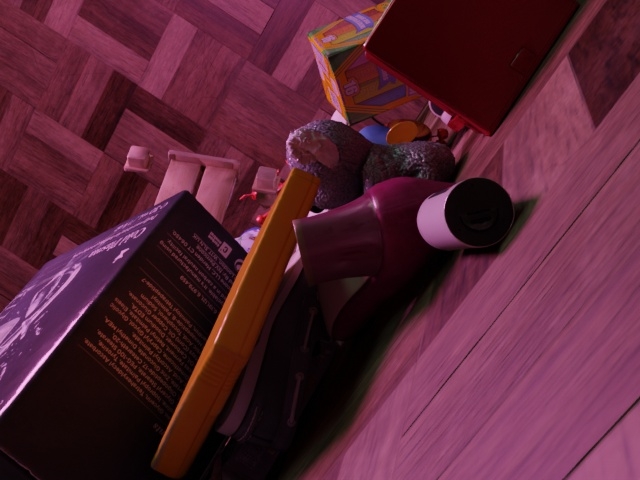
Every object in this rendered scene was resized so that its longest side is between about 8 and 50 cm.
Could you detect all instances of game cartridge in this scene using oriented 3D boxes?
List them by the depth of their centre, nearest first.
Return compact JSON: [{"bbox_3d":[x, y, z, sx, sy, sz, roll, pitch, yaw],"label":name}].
[{"bbox_3d":[-0.099,0.101,1.055,0.324,0.052,0.285,-57,9,49],"label":"game cartridge"}]

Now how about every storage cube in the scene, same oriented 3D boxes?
[{"bbox_3d":[0.182,-0.266,1.135,0.215,0.193,0.184,-56,2,10],"label":"storage cube"}]

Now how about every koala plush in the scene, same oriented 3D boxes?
[{"bbox_3d":[0.049,-0.090,1.217,0.203,0.221,0.196,-57,1,12],"label":"koala plush"}]

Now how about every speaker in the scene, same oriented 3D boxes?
[{"bbox_3d":[0.117,-0.019,0.728,0.055,0.055,0.136,-57,1,-2],"label":"speaker"}]

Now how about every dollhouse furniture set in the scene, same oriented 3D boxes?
[{"bbox_3d":[-0.212,0.012,1.596,0.174,0.355,0.303,97,-176,-47],"label":"dollhouse furniture set"}]

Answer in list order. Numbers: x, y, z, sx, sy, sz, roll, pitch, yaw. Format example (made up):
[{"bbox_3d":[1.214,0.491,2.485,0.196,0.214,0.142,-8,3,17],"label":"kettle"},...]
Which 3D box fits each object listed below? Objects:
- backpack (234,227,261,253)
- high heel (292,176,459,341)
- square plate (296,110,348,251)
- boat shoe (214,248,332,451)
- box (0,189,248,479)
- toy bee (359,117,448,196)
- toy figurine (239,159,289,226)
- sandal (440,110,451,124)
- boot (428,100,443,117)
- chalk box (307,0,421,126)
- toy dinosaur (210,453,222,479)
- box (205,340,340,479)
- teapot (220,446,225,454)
[{"bbox_3d":[-0.117,0.105,1.849,0.213,0.263,0.277,-35,-16,-47],"label":"backpack"},{"bbox_3d":[0.080,0.031,1.009,0.181,0.127,0.377,-14,-12,2],"label":"high heel"},{"bbox_3d":[0.000,-0.024,1.585,0.347,0.049,0.344,96,-175,-61],"label":"square plate"},{"bbox_3d":[-0.037,0.128,1.158,0.116,0.099,0.320,-49,15,53],"label":"boat shoe"},{"bbox_3d":[-0.360,0.231,1.366,0.479,0.297,0.472,-21,29,44],"label":"box"},{"bbox_3d":[0.136,-0.151,1.475,0.195,0.162,0.299,86,-176,-72],"label":"toy bee"},{"bbox_3d":[0.000,0.000,1.917,0.191,0.217,0.362,-33,-28,-1],"label":"toy figurine"},{"bbox_3d":[0.277,-0.345,1.455,0.169,0.102,0.416,-55,2,47],"label":"sandal"},{"bbox_3d":[0.275,-0.376,1.679,0.176,0.088,0.244,-55,-21,-46],"label":"boot"},{"bbox_3d":[0.108,-0.303,1.441,0.213,0.132,0.132,-24,33,-4],"label":"chalk box"},{"bbox_3d":[-0.176,0.374,0.992,0.295,0.127,0.200,-41,3,-29],"label":"toy dinosaur"},{"bbox_3d":[-0.072,0.249,1.236,0.231,0.056,0.183,-58,2,-32],"label":"box"},{"bbox_3d":[-0.252,0.405,1.520,0.256,0.187,0.252,-45,21,-22],"label":"teapot"}]
